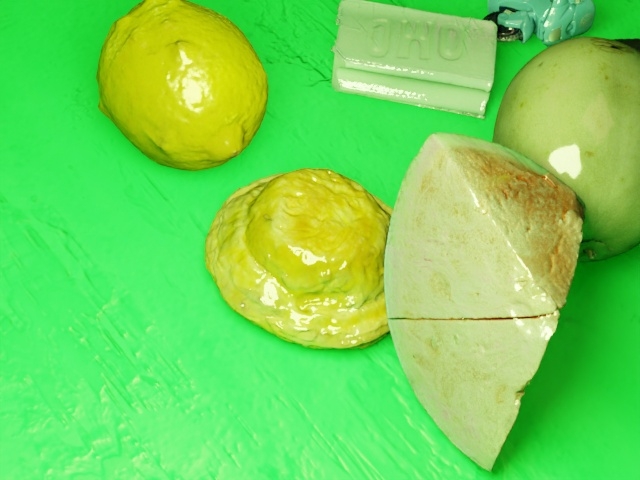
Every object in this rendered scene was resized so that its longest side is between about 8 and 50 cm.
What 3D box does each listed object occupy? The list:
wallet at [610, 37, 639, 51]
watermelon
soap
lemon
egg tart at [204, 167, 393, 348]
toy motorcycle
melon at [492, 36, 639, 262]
[{"bbox_3d":[0.567,-0.293,1.983,0.244,0.025,0.124,-5,52,-13],"label":"wallet"},{"bbox_3d":[0.236,0.063,1.498,0.222,0.292,0.319,-11,48,-38],"label":"watermelon"},{"bbox_3d":[0.146,-0.293,1.877,0.261,0.094,0.150,10,49,0],"label":"soap"},{"bbox_3d":[-0.194,-0.220,1.679,0.233,0.233,0.288,-23,58,-25],"label":"lemon"},{"bbox_3d":[0.000,0.000,1.590,0.318,0.128,0.319,5,48,-6],"label":"egg tart"},{"bbox_3d":[0.374,-0.417,2.000,0.182,0.124,0.272,8,49,12],"label":"toy motorcycle"},{"bbox_3d":[0.372,-0.120,1.649,0.268,0.268,0.330,11,61,1],"label":"melon"}]
